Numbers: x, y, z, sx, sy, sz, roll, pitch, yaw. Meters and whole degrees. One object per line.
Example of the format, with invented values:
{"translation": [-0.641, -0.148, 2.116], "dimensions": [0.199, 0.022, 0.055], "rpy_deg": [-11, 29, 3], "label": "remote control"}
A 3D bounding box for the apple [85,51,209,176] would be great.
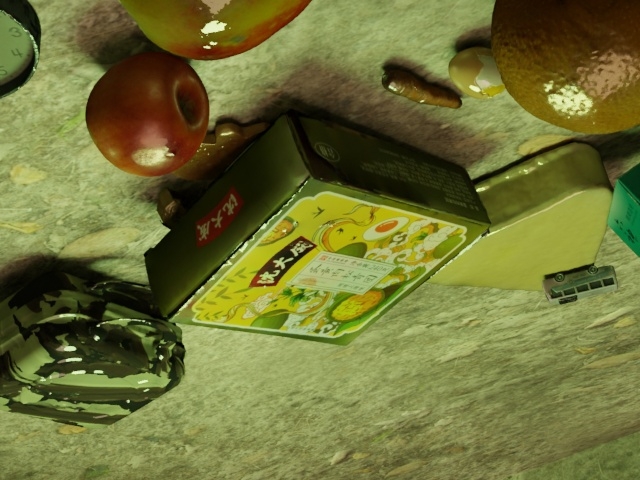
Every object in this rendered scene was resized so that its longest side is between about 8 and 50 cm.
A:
{"translation": [-0.216, -0.162, 1.416], "dimensions": [0.139, 0.163, 0.163], "rpy_deg": [-18, 152, 32], "label": "apple"}

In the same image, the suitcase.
{"translation": [-0.409, 0.181, 1.965], "dimensions": [0.339, 0.194, 0.351], "rpy_deg": [-32, 146, 25], "label": "suitcase"}

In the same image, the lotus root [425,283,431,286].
{"translation": [0.193, 0.058, 2.097], "dimensions": [0.037, 0.030, 0.083], "rpy_deg": [-51, 145, 8], "label": "lotus root"}

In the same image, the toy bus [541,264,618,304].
{"translation": [0.466, 0.080, 1.984], "dimensions": [0.131, 0.052, 0.037], "rpy_deg": [-14, 156, 10], "label": "toy bus"}

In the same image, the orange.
{"translation": [0.343, -0.254, 1.351], "dimensions": [0.264, 0.264, 0.264], "rpy_deg": [-8, 152, -4], "label": "orange"}

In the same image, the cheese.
{"translation": [0.367, -0.034, 1.901], "dimensions": [0.384, 0.104, 0.384], "rpy_deg": [-8, 152, -4], "label": "cheese"}

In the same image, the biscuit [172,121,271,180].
{"translation": [-0.141, -0.130, 1.639], "dimensions": [0.184, 0.027, 0.133], "rpy_deg": [-17, 152, 16], "label": "biscuit"}

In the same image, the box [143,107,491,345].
{"translation": [0.000, 0.000, 1.739], "dimensions": [0.420, 0.138, 0.373], "rpy_deg": [13, 136, -43], "label": "box"}

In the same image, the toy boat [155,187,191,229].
{"translation": [-0.184, -0.033, 1.776], "dimensions": [0.072, 0.064, 0.206], "rpy_deg": [-40, 146, 15], "label": "toy boat"}

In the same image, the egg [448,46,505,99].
{"translation": [0.216, -0.231, 1.518], "dimensions": [0.083, 0.071, 0.071], "rpy_deg": [7, 148, -25], "label": "egg"}

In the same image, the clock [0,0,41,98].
{"translation": [-0.444, -0.237, 1.324], "dimensions": [0.215, 0.042, 0.215], "rpy_deg": [-7, 152, -4], "label": "clock"}

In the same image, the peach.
{"translation": [-0.110, -0.297, 1.139], "dimensions": [0.231, 0.231, 0.231], "rpy_deg": [-8, 152, -4], "label": "peach"}

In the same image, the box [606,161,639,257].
{"translation": [0.585, -0.097, 1.770], "dimensions": [0.245, 0.092, 0.153], "rpy_deg": [-33, 154, -10], "label": "box"}

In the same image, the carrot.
{"translation": [0.148, -0.211, 1.576], "dimensions": [0.165, 0.035, 0.036], "rpy_deg": [14, 144, -42], "label": "carrot"}
